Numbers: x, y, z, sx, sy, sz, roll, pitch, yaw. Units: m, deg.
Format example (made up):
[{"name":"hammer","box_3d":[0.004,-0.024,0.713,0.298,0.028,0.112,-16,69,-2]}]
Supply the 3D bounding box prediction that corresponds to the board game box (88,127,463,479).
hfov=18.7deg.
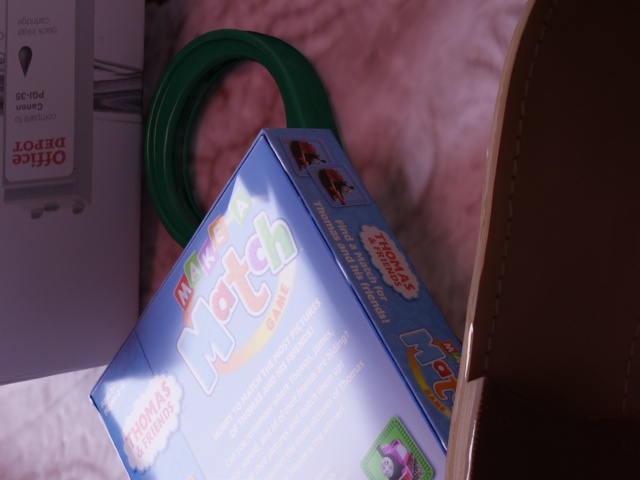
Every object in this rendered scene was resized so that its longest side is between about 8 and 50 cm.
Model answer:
[{"name":"board game box","box_3d":[0.001,0.090,0.692,0.160,0.039,0.211,-54,54,37]}]

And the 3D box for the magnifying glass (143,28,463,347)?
[{"name":"magnifying glass","box_3d":[0.000,0.000,0.743,0.231,0.026,0.092,49,118,40]}]

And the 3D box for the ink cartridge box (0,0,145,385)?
[{"name":"ink cartridge box","box_3d":[-0.181,-0.090,0.844,0.207,0.117,0.283,9,100,46]}]

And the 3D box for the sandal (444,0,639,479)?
[{"name":"sandal","box_3d":[0.077,-0.001,0.621,0.079,0.088,0.240,157,129,-71]}]
